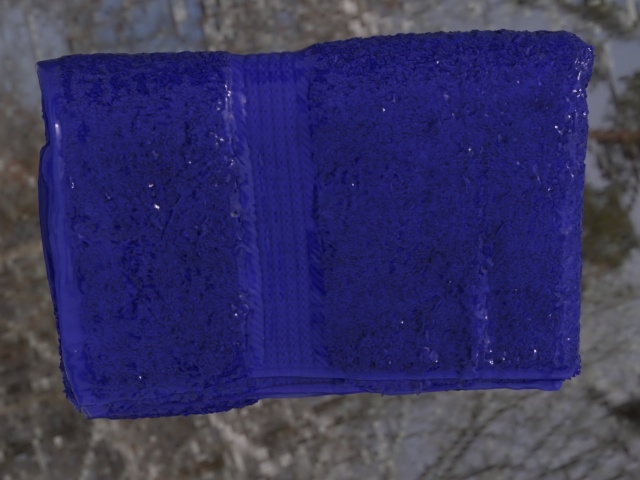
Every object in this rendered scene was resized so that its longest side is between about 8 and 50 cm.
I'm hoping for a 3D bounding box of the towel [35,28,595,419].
[{"bbox_3d":[0.000,0.000,0.949,0.076,0.308,0.227,-99,-175,-61],"label":"towel"}]
